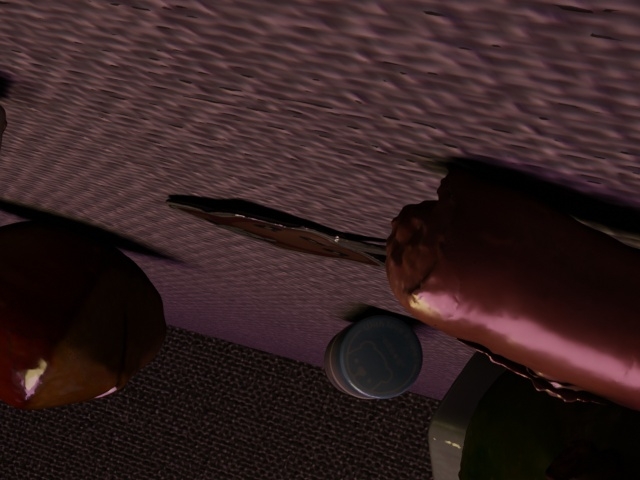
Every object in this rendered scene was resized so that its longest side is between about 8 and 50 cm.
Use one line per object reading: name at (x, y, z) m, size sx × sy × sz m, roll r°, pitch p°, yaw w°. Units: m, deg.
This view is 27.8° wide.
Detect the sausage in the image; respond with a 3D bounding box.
sausage at (0.171, 0.045, 0.499) m, size 0.304 × 0.078 × 0.078 m, roll 17°, pitch 172°, yaw 2°

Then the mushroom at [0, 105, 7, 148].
mushroom at (-0.247, -0.067, 0.576) m, size 0.223 × 0.081 × 0.092 m, roll 24°, pitch -172°, yaw -33°

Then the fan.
fan at (0.000, 0.000, 0.786) m, size 0.132 × 0.009 × 0.220 m, roll 19°, pitch 173°, yaw -37°

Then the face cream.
face cream at (0.047, 0.116, 1.257) m, size 0.077 × 0.077 × 0.250 m, roll 17°, pitch 172°, yaw -1°

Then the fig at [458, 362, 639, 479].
fig at (0.149, 0.122, 0.600) m, size 0.195 × 0.195 × 0.245 m, roll 13°, pitch -172°, yaw 26°

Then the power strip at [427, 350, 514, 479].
power strip at (0.178, 0.207, 1.243) m, size 0.059 × 0.193 × 0.265 m, roll 15°, pitch 137°, yaw 29°

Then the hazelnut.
hazelnut at (-0.262, 0.070, 1.229) m, size 0.181 × 0.181 × 0.212 m, roll -10°, pitch 171°, yaw 25°
